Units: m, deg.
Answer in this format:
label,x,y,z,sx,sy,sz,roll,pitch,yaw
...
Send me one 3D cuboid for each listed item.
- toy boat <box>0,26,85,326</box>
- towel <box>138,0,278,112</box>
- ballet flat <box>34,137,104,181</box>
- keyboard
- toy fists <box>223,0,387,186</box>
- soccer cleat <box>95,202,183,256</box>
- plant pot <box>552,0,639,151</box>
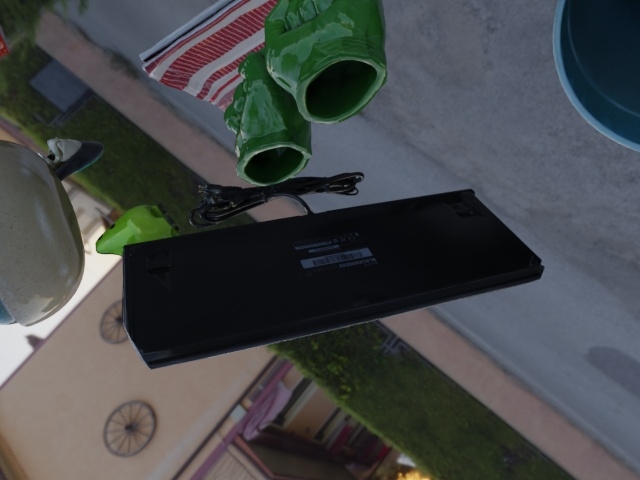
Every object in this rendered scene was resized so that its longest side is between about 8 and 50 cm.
label,x,y,z,sx,sy,sz,roll,pitch,yaw
toy boat,-0.350,-0.066,0.487,0.267,0.148,0.318,12,120,66
towel,-0.127,-0.312,0.823,0.037,0.237,0.329,61,-168,0
ballet flat,-0.471,-0.137,0.865,0.074,0.203,0.074,22,141,19
keyboard,0.000,0.000,0.412,0.201,0.318,0.033,-117,23,-47
toy fists,-0.031,-0.180,0.545,0.096,0.142,0.279,11,153,-27
soccer cleat,-0.135,0.046,0.458,0.060,0.072,0.178,40,162,55
plant pot,0.368,-0.253,0.436,0.272,0.255,0.271,17,141,15
